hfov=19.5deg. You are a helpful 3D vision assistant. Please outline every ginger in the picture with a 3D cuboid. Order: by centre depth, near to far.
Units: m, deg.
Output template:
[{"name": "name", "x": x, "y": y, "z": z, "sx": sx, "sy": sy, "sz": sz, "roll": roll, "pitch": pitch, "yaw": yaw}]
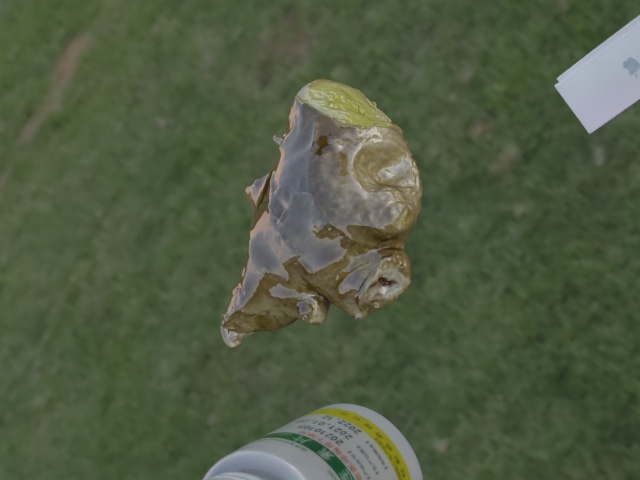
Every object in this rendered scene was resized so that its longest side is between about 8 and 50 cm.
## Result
[{"name": "ginger", "x": 0.000, "y": 0.000, "z": 1.745, "sx": 0.219, "sy": 0.123, "sz": 0.270, "roll": 48, "pitch": 127, "yaw": 38}]

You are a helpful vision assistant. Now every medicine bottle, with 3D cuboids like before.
[{"name": "medicine bottle", "x": -0.040, "y": 0.339, "z": 2.256, "sx": 0.208, "sy": 0.208, "sz": 0.339, "roll": -35, "pitch": -8, "yaw": 34}]

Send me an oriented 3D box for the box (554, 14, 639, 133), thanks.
[{"name": "box", "x": 0.257, "y": -0.151, "z": 1.383, "sx": 0.129, "sy": 0.051, "sz": 0.130, "roll": -38, "pitch": -2, "yaw": 42}]
